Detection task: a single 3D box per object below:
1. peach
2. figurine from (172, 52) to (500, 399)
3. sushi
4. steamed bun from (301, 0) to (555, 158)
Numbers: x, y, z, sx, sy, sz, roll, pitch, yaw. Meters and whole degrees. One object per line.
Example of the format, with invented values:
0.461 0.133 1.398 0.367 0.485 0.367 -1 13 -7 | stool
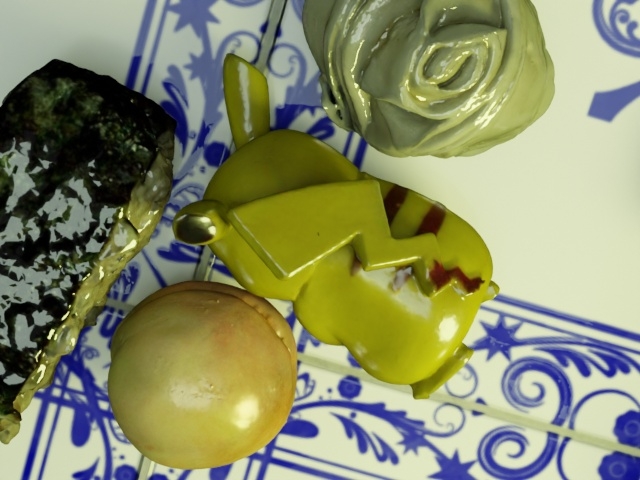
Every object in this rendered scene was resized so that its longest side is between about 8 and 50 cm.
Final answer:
-0.107 0.126 1.407 0.184 0.184 0.184 0 105 1 | peach
0.006 0.004 1.368 0.327 0.218 0.169 28 136 -2 | figurine
-0.261 0.012 1.366 0.171 0.211 0.350 33 94 0 | sushi
0.096 -0.165 1.345 0.211 0.144 0.218 -19 103 6 | steamed bun
